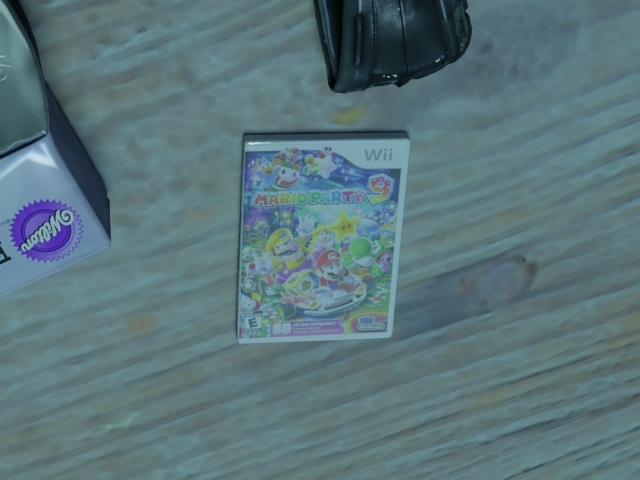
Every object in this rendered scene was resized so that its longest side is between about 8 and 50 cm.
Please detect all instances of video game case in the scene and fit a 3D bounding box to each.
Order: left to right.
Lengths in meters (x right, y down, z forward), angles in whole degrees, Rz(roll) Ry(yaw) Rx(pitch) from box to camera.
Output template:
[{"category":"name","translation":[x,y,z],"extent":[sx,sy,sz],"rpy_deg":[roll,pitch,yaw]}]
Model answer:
[{"category":"video game case","translation":[0.000,0.000,0.796],"extent":[0.087,0.011,0.122],"rpy_deg":[-2,119,-10]}]

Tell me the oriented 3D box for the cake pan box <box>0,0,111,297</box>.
[{"category":"cake pan box","translation":[-0.257,-0.053,0.687],"extent":[0.267,0.070,0.245],"rpy_deg":[-23,122,2]}]

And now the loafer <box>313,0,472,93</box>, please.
[{"category":"loafer","translation":[0.005,-0.164,0.668],"extent":[0.078,0.076,0.223],"rpy_deg":[-25,124,-6]}]
